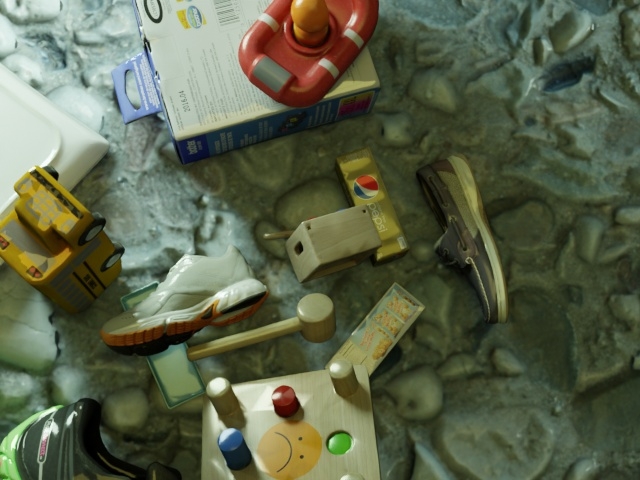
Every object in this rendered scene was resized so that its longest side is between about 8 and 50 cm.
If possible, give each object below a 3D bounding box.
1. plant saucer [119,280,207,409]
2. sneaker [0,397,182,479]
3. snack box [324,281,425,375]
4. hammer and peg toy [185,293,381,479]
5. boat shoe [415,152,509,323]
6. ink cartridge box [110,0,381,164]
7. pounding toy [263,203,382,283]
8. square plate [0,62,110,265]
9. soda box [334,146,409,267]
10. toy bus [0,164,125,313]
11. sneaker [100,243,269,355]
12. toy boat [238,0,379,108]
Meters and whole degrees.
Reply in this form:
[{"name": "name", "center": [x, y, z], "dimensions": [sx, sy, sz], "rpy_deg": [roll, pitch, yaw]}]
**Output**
[{"name": "plant saucer", "center": [-0.244, 0.163, 1.481], "dimensions": [0.067, 0.018, 0.192], "rpy_deg": [-25, 81, -8]}, {"name": "sneaker", "center": [-0.256, 0.426, 1.339], "dimensions": [0.202, 0.185, 0.483], "rpy_deg": [-39, 83, -6]}, {"name": "snack box", "center": [0.086, 0.153, 1.498], "dimensions": [0.064, 0.022, 0.178], "rpy_deg": [39, 79, 7]}, {"name": "hammer and peg toy", "center": [-0.054, 0.264, 1.386], "dimensions": [0.266, 0.127, 0.361], "rpy_deg": [-10, 48, 5]}, {"name": "boat shoe", "center": [0.223, 0.002, 1.503], "dimensions": [0.092, 0.103, 0.285], "rpy_deg": [-14, 75, -1]}, {"name": "ink cartridge box", "center": [-0.136, -0.293, 1.518], "dimensions": [0.395, 0.151, 0.270], "rpy_deg": [-16, 79, -8]}, {"name": "pounding toy", "center": [0.000, 0.000, 1.483], "dimensions": [0.130, 0.141, 0.100], "rpy_deg": [-17, 79, -21]}, {"name": "square plate", "center": [-0.573, -0.132, 1.491], "dimensions": [0.344, 0.049, 0.347], "rpy_deg": [37, 71, 6]}, {"name": "soda box", "center": [0.081, -0.054, 1.522], "dimensions": [0.058, 0.061, 0.181], "rpy_deg": [-19, 80, -7]}, {"name": "toy bus", "center": [-0.369, 0.007, 1.347], "dimensions": [0.108, 0.333, 0.130], "rpy_deg": [43, 78, 6]}, {"name": "sneaker", "center": [-0.218, 0.087, 1.456], "dimensions": [0.262, 0.099, 0.121], "rpy_deg": [-18, 65, -26]}, {"name": "toy boat", "center": [-0.012, -0.314, 1.379], "dimensions": [0.151, 0.151, 0.231], "rpy_deg": [37, 78, 4]}]
